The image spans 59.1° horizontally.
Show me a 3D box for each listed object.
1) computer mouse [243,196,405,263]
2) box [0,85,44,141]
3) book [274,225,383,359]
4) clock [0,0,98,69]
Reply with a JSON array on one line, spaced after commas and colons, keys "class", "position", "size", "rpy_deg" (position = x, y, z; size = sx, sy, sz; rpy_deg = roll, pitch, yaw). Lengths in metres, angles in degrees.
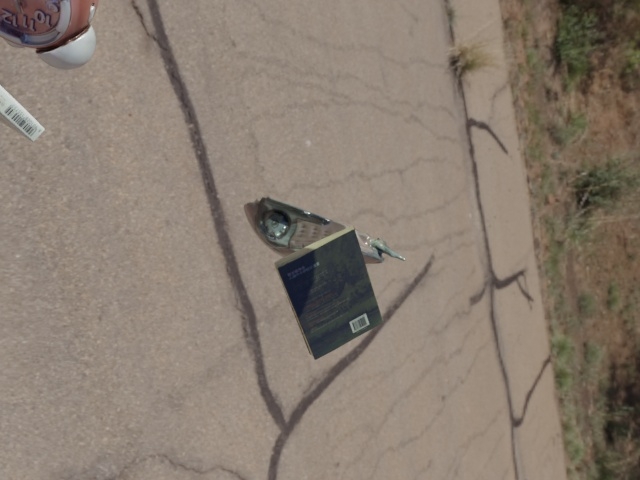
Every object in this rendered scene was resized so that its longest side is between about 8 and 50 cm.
[{"class": "computer mouse", "position": [-0.003, 0.006, 1.233], "size": [0.115, 0.389, 0.199], "rpy_deg": [-70, 161, 2]}, {"class": "box", "position": [-0.524, -0.246, 0.821], "size": [0.035, 0.139, 0.245], "rpy_deg": [-55, 160, -14]}, {"class": "book", "position": [0.022, 0.101, 1.046], "size": [0.160, 0.024, 0.228], "rpy_deg": [-26, 121, -11]}, {"class": "clock", "position": [-0.308, -0.278, 0.597], "size": [0.166, 0.162, 0.093], "rpy_deg": [26, 41, -15]}]
